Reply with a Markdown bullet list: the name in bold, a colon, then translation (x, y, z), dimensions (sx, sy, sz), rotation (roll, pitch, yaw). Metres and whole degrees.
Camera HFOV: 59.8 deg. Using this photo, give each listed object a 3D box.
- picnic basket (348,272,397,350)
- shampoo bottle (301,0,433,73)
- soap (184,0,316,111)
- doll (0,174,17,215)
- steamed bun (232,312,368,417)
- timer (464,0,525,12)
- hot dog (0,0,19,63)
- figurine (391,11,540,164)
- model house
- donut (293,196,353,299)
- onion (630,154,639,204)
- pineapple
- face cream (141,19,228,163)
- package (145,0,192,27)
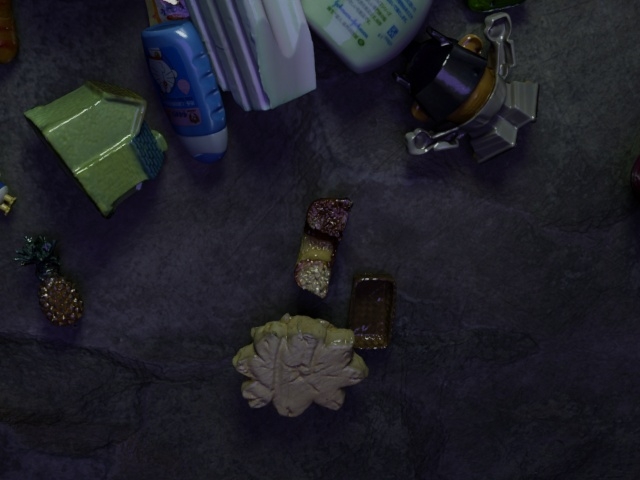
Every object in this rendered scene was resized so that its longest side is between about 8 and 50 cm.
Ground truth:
- **picnic basket**: translation (0.117, 0.162, 1.292), dimensions (0.110, 0.055, 0.193), rotation (1, 112, -8)
- **shampoo bottle**: translation (0.126, -0.475, 0.973), dimensions (0.222, 0.151, 0.349), rotation (41, 104, -15)
- **soap**: translation (-0.134, -0.400, 0.938), dimensions (0.115, 0.208, 0.347), rotation (-32, 117, -28)
- **doll**: translation (-0.670, -0.105, 1.094), dimensions (0.143, 0.057, 0.099), rotation (35, 106, -13)
- **steamed bun**: translation (-0.039, 0.271, 1.272), dimensions (0.292, 0.137, 0.295), rotation (39, 110, -23)
- **timer**: translation (0.324, -0.478, 1.008), dimensions (0.128, 0.047, 0.140), rotation (-6, 154, 12)
- **hot dog**: translation (-0.592, -0.430, 0.953), dimensions (0.104, 0.076, 0.250), rotation (1, 115, -6)
- **figurine**: translation (0.279, -0.289, 1.074), dimensions (0.309, 0.143, 0.308), rotation (-5, 103, -21)
- **model house**: translation (-0.402, -0.184, 1.048), dimensions (0.189, 0.195, 0.214), rotation (-38, 129, -16)
- **donut**: translation (0.000, 0.002, 1.170), dimensions (0.085, 0.141, 0.217), rotation (14, 103, -2)
- **onion**: translation (0.806, -0.181, 1.167), dimensions (0.267, 0.159, 0.348), rotation (26, 109, -28)
- **pineapple**: translation (-0.558, 0.095, 1.163), dimensions (0.083, 0.103, 0.221), rotation (-12, 115, 0)
- **face cream**: translation (-0.244, -0.265, 1.036), dimensions (0.083, 0.149, 0.264), rotation (-42, 132, -36)
- **package**: translation (-0.268, -0.429, 1.012), dimensions (0.108, 0.031, 0.120), rotation (-9, 114, -2)
